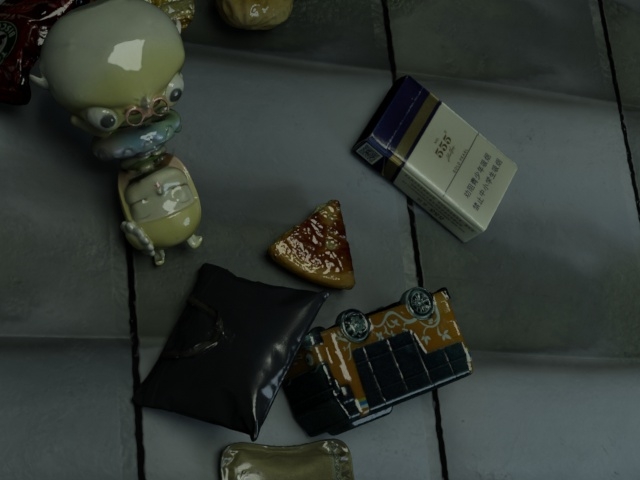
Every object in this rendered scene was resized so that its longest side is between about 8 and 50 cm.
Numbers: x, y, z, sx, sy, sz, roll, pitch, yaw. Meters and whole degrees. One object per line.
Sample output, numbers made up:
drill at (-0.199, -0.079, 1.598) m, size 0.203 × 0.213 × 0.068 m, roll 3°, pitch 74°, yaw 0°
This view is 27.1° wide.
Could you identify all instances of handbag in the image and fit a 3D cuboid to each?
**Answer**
handbag at (-0.130, 0.150, 1.891) m, size 0.211 × 0.089 × 0.254 m, roll 13°, pitch 59°, yaw 24°

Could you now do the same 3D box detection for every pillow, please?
pillow at (-0.045, 0.352, 1.928) m, size 0.217 × 0.033 × 0.130 m, roll 5°, pitch 69°, yaw -27°

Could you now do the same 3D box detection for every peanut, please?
peanut at (-0.081, -0.421, 2.183) m, size 0.120 × 0.110 × 0.236 m, roll 35°, pitch 48°, yaw 14°

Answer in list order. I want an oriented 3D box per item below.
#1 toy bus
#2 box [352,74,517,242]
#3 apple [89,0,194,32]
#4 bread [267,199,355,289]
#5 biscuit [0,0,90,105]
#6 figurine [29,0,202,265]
toy bus at (0.080, 0.183, 2.005) m, size 0.275 × 0.138 × 0.167 m, roll -15°, pitch 80°, yaw -34°
box at (0.194, -0.139, 2.235) m, size 0.259 × 0.071 × 0.168 m, roll 38°, pitch 57°, yaw -9°
apple at (-0.289, -0.361, 2.022) m, size 0.158 × 0.147 × 0.156 m, roll -27°, pitch 117°, yaw -34°
bread at (0.006, 0.024, 2.077) m, size 0.154 × 0.054 × 0.136 m, roll -41°, pitch 91°, yaw -29°
biscuit at (-0.439, -0.293, 1.924) m, size 0.235 × 0.151 × 0.063 m, roll -64°, pitch 144°, yaw -27°
figurine at (-0.269, -0.156, 1.912) m, size 0.226 × 0.274 × 0.394 m, roll -24°, pitch 112°, yaw -14°
